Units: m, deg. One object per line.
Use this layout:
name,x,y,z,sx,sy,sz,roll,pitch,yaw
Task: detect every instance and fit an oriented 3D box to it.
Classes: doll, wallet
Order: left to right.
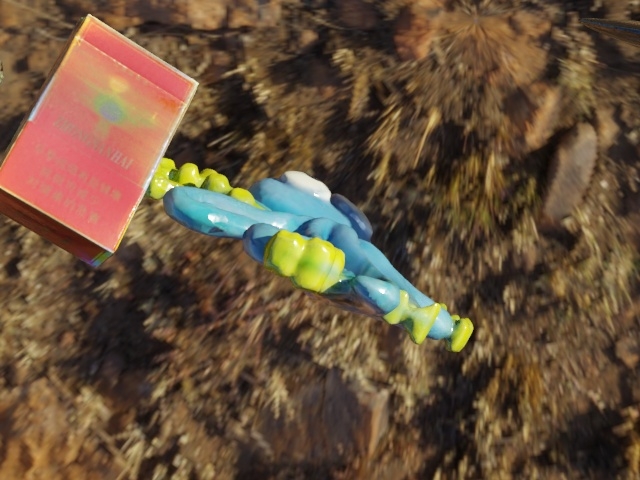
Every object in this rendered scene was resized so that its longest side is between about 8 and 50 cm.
doll,0.000,0.000,1.345,0.346,0.341,0.099,25,93,-24
wallet,0.445,-0.234,1.762,0.245,0.168,0.052,17,102,34

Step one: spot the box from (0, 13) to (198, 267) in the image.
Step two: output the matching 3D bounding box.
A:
box,-0.184,-0.080,1.173,0.112,0.048,0.175,32,62,-15

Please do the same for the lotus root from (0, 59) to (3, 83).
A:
lotus root,-0.302,-0.152,0.953,0.209,0.120,0.120,33,100,-6
